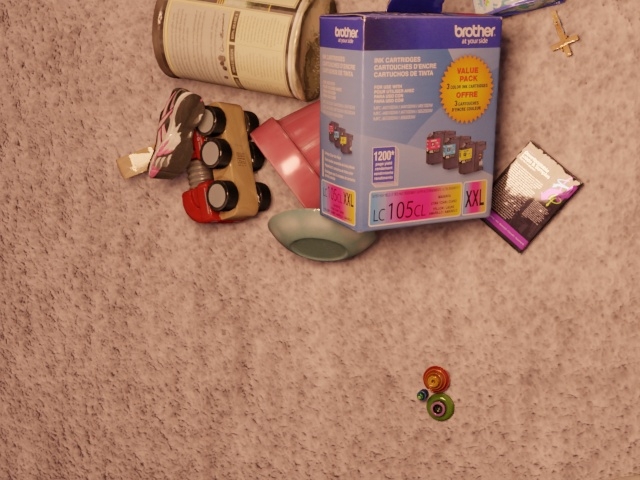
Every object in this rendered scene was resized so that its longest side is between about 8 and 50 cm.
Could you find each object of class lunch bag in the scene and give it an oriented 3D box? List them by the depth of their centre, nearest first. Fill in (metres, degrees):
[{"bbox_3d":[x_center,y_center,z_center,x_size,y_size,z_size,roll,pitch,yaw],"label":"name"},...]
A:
[{"bbox_3d":[0.323,-0.448,1.616,0.151,0.096,0.129,-12,89,15],"label":"lunch bag"}]

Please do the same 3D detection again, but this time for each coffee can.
[{"bbox_3d":[-0.132,-0.369,1.725,0.275,0.201,0.201,14,97,19],"label":"coffee can"}]

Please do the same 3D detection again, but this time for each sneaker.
[{"bbox_3d":[-0.266,-0.194,1.740,0.077,0.072,0.178,46,113,47],"label":"sneaker"}]

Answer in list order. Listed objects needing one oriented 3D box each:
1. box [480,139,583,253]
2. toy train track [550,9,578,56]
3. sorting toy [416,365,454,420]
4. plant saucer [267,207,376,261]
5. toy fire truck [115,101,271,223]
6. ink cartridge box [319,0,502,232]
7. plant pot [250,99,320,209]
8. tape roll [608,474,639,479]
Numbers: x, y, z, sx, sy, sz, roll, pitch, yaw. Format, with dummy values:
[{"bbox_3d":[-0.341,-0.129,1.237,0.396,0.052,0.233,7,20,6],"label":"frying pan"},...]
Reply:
[{"bbox_3d":[0.354,-0.075,1.658,0.116,0.029,0.162,43,106,12],"label":"box"},{"bbox_3d":[0.410,-0.351,1.634,0.048,0.014,0.083,-22,79,26],"label":"toy train track"},{"bbox_3d":[0.203,0.276,1.721,0.061,0.042,0.102,-8,90,20],"label":"sorting toy"},{"bbox_3d":[0.000,0.000,1.701,0.195,0.195,0.037,-1,65,20],"label":"plant saucer"},{"bbox_3d":[-0.245,-0.130,1.823,0.246,0.158,0.217,-15,82,39],"label":"toy fire truck"},{"bbox_3d":[0.142,-0.229,1.552,0.151,0.270,0.395,22,116,59],"label":"ink cartridge box"},{"bbox_3d":[0.004,-0.162,1.703,0.180,0.201,0.201,-36,80,1],"label":"plant pot"},{"bbox_3d":[0.554,0.584,1.595,0.392,0.072,0.392,1,92,20],"label":"tape roll"}]
